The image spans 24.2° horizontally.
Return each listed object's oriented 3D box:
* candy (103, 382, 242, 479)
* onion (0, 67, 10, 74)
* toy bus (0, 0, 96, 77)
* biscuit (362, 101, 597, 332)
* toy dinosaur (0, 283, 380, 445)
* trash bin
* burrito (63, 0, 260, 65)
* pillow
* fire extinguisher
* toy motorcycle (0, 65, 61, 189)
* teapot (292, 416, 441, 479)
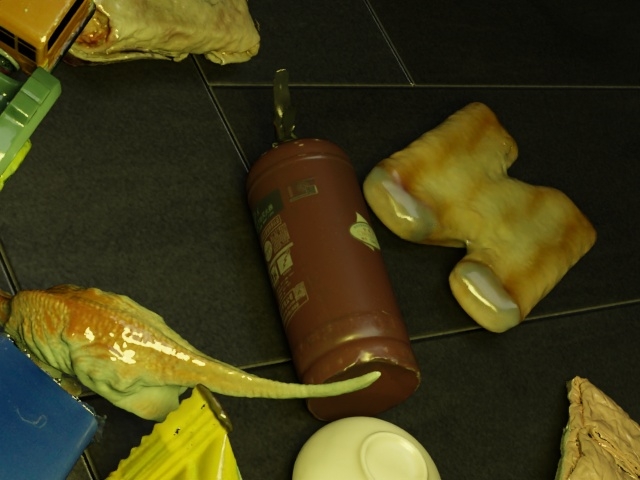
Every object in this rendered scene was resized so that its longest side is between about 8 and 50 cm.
[{"bbox_3d":[-0.064,0.278,1.123,0.297,0.187,0.081,53,20,12],"label":"candy"},{"bbox_3d":[-0.307,-0.209,1.395,0.115,0.104,0.115,17,30,-10],"label":"onion"},{"bbox_3d":[-0.303,-0.235,1.298,0.201,0.114,0.098,32,72,-2],"label":"toy bus"},{"bbox_3d":[0.187,-0.031,1.712,0.237,0.062,0.290,47,39,3],"label":"biscuit"},{"bbox_3d":[-0.131,0.100,1.190,0.205,0.393,0.092,50,60,-46],"label":"toy dinosaur"},{"bbox_3d":[-0.263,0.176,1.043,0.162,0.184,0.234,43,33,-5],"label":"trash bin"},{"bbox_3d":[-0.209,-0.250,1.526,0.347,0.107,0.175,-5,47,-46],"label":"burrito"},{"bbox_3d":[0.304,0.235,1.575,0.126,0.043,0.232,43,26,-9],"label":"pillow"},{"bbox_3d":[0.000,0.000,1.463,0.114,0.135,0.337,-9,58,-14],"label":"fire extinguisher"},{"bbox_3d":[-0.344,-0.067,1.164,0.191,0.200,0.326,36,38,-12],"label":"toy motorcycle"},{"bbox_3d":[0.041,0.229,1.333,0.145,0.092,0.226,35,43,4],"label":"teapot"}]
